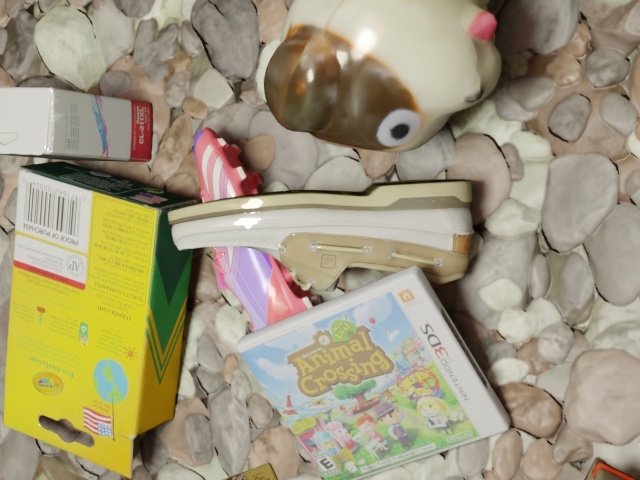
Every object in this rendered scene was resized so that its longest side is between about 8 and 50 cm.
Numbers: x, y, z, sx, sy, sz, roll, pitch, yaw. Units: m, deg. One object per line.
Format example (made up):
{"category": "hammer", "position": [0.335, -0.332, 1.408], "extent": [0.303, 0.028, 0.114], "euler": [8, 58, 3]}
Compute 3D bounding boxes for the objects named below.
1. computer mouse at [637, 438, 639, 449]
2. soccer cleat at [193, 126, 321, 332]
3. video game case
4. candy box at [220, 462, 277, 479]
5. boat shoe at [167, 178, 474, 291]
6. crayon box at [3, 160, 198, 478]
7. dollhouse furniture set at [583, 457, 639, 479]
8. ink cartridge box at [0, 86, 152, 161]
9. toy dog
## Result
{"category": "computer mouse", "position": [0.345, 0.131, 0.903], "extent": [0.184, 0.060, 0.262], "euler": [-23, 40, 10]}
{"category": "soccer cleat", "position": [-0.090, -0.004, 1.175], "extent": [0.095, 0.083, 0.248], "euler": [-30, 81, 10]}
{"category": "video game case", "position": [0.051, 0.142, 1.089], "extent": [0.212, 0.023, 0.193], "euler": [-24, 108, 26]}
{"category": "candy box", "position": [-0.142, 0.310, 1.191], "extent": [0.186, 0.109, 0.053], "euler": [-30, 77, 25]}
{"category": "boat shoe", "position": [0.000, 0.000, 1.076], "extent": [0.302, 0.113, 0.103], "euler": [-3, 96, 6]}
{"category": "crayon box", "position": [-0.258, 0.087, 1.249], "extent": [0.202, 0.081, 0.319], "euler": [17, 107, 26]}
{"category": "dollhouse furniture set", "position": [0.342, 0.294, 0.953], "extent": [0.259, 0.135, 0.262], "euler": [26, 102, 13]}
{"category": "ink cartridge box", "position": [-0.291, -0.128, 1.228], "extent": [0.127, 0.175, 0.072], "euler": [4, 92, 27]}
{"category": "toy dog", "position": [0.048, -0.284, 0.998], "extent": [0.395, 0.284, 0.408], "euler": [-3, 91, 28]}
